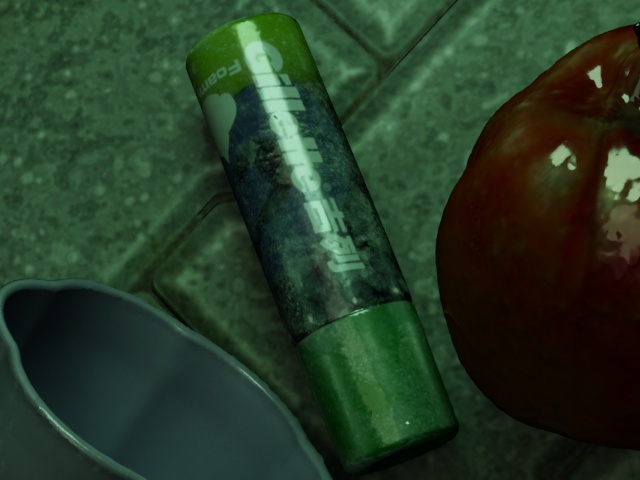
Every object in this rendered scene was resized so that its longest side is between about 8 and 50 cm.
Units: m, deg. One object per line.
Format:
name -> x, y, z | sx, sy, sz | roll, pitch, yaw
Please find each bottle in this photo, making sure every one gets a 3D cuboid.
bottle -> 0.000, 0.000, 1.029 | 0.093, 0.093, 0.330 | -25, 74, 12

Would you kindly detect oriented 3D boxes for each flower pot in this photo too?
flower pot -> -0.163, 0.191, 0.978 | 0.265, 0.265, 0.243 | 43, 109, 19

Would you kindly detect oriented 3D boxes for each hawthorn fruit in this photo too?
hawthorn fruit -> 0.184, -0.022, 0.865 | 0.254, 0.300, 0.254 | -9, 50, 11
